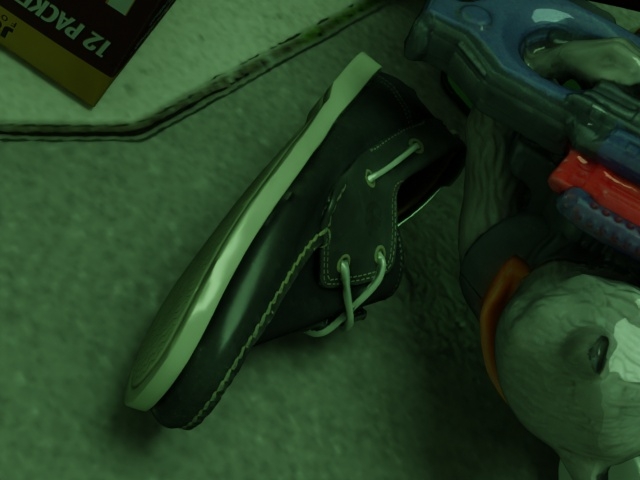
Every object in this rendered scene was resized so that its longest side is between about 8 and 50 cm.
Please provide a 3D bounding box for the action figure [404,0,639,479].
[{"bbox_3d":[0.196,0.018,0.540,0.341,0.178,0.330,37,38,21],"label":"action figure"}]

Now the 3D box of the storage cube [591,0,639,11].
[{"bbox_3d":[0.228,-0.194,0.579,0.184,0.215,0.193,20,8,15],"label":"storage cube"}]

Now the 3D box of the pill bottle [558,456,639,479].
[{"bbox_3d":[0.165,0.103,0.552,0.116,0.065,0.065,-1,58,-37],"label":"pill bottle"}]

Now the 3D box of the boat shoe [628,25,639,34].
[{"bbox_3d":[0.266,-0.115,0.821,0.137,0.049,0.043,14,11,-28],"label":"boat shoe"}]

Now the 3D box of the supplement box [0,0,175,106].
[{"bbox_3d":[-0.075,-0.203,0.520,0.129,0.194,0.191,35,43,-10],"label":"supplement box"}]

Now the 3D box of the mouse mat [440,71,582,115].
[{"bbox_3d":[0.166,-0.059,0.727,0.189,0.007,0.152,45,43,3],"label":"mouse mat"}]

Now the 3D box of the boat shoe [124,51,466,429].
[{"bbox_3d":[0.000,0.000,0.497,0.079,0.084,0.233,40,39,-3],"label":"boat shoe"}]
